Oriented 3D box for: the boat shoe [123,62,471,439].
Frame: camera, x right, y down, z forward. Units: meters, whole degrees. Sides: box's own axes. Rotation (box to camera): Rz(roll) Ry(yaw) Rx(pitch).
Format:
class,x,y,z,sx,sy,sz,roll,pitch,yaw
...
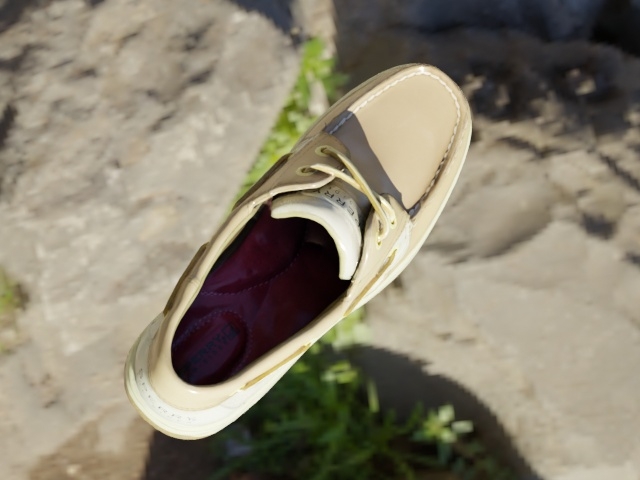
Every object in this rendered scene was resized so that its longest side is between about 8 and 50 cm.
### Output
class,x,y,z,sx,sy,sz,roll,pitch,yaw
boat shoe,0.000,0.000,0.515,0.050,0.045,0.135,39,73,-1
